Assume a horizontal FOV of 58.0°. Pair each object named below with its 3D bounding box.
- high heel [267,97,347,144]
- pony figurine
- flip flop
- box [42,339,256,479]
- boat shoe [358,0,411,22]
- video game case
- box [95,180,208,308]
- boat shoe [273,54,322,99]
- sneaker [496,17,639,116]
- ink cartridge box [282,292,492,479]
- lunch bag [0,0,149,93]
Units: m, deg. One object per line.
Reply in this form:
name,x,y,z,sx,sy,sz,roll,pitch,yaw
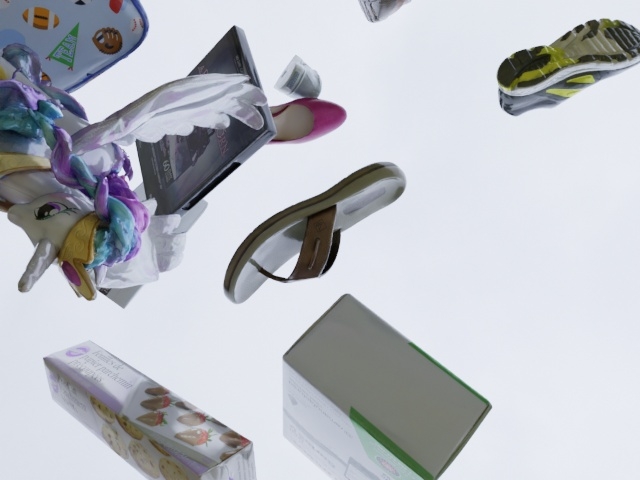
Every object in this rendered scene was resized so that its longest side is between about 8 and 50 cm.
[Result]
high heel,-0.072,-0.201,0.992,0.244,0.117,0.082,-2,-74,-3
pony figurine,-0.270,-0.085,0.627,0.364,0.351,0.302,34,-64,14
flip flop,0.000,0.000,0.731,0.277,0.112,0.080,-31,-112,-7
box,-0.197,0.192,0.623,0.324,0.063,0.067,15,-65,40
boat shoe,0.093,-0.390,0.786,0.117,0.123,0.324,-18,-145,10
video game case,-0.186,-0.160,0.867,0.274,0.026,0.195,-35,-119,33
box,-0.324,-0.007,1.050,0.119,0.181,0.181,39,-58,-11
boat shoe,-0.038,-0.305,1.129,0.079,0.081,0.227,-52,-163,14
sneaker,0.133,-0.092,0.311,0.084,0.035,0.031,-15,-114,1
ink cartridge box,0.064,0.233,0.743,0.211,0.289,0.121,36,-120,21
lunch bag,-0.402,-0.299,0.746,0.304,0.243,0.115,-32,-128,-3
